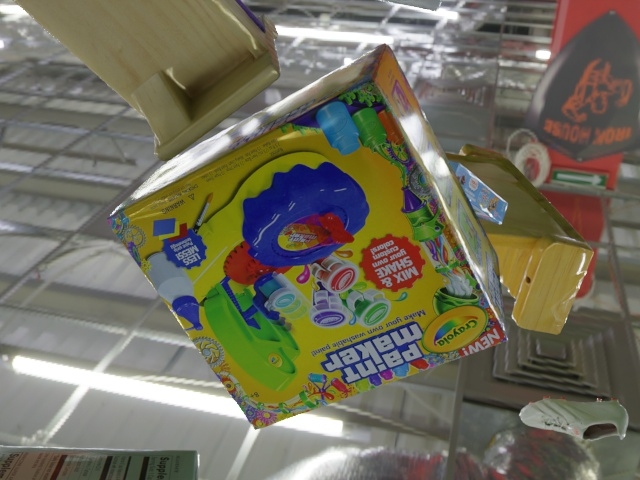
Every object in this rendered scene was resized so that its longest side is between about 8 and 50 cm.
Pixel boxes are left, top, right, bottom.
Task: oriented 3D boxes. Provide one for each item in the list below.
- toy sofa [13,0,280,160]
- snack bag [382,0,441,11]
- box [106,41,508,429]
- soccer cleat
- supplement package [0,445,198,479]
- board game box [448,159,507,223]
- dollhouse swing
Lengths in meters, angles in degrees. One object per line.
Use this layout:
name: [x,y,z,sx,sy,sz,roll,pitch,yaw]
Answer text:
toy sofa: [-0.202,-0.258,0.608,0.150,0.362,0.177,-33,-142,18]
snack bag: [0.021,-0.395,0.755,0.323,0.037,0.342,14,-118,12]
box: [0.000,0.000,0.736,0.290,0.279,0.177,-25,-161,20]
soccer cleat: [0.468,0.336,1.316,0.196,0.068,0.076,-10,-142,30]
supplement package: [-0.202,0.240,0.364,0.263,0.199,0.198,4,-171,-9]
board game box: [0.159,-0.083,1.009,0.160,0.039,0.211,20,180,33]
dollhouse swing: [0.302,-0.002,1.421,0.305,0.315,0.346,-8,-140,-17]
